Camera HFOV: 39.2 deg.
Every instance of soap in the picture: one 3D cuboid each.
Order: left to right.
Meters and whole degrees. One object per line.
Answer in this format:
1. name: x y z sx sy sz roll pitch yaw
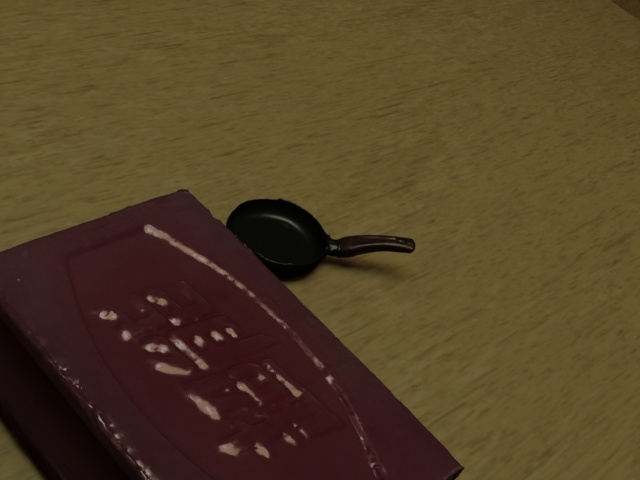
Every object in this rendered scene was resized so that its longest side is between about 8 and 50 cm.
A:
1. soap: -0.096 0.135 0.726 0.359 0.128 0.233 44 42 21

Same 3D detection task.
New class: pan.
1. pan: 0.000 0.002 0.995 0.212 0.040 0.115 7 40 -10
